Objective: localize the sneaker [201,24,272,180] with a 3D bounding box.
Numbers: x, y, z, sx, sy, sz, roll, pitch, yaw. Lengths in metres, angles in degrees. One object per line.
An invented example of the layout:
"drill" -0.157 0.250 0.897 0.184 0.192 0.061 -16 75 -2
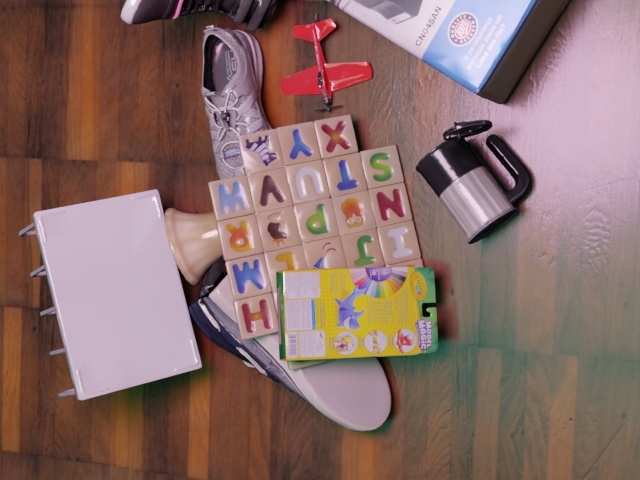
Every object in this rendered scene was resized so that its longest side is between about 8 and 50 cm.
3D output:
"sneaker" -0.137 -0.185 1.763 0.105 0.115 0.281 -17 75 23

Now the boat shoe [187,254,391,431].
"boat shoe" -0.050 0.160 1.780 0.340 0.127 0.158 46 152 -5

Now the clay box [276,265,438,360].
"clay box" 0.052 0.102 1.678 0.222 0.053 0.127 -1 85 -14

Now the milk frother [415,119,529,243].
"milk frother" 0.212 -0.087 1.636 0.129 0.143 0.134 -38 77 12

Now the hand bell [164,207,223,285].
"hand bell" -0.099 -0.029 1.799 0.242 0.126 0.126 -19 86 9

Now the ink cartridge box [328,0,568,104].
"ink cartridge box" 0.147 -0.412 1.632 0.395 0.166 0.285 35 103 17

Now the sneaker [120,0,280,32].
"sneaker" -0.149 -0.353 1.707 0.147 0.296 0.104 41 135 6

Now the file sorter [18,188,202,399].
"file sorter" -0.329 0.089 1.817 0.173 0.193 0.277 -21 83 62

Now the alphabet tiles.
"alphabet tiles" 0.000 0.000 1.708 0.285 0.011 0.342 -12 88 -14

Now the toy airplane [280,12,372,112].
"toy airplane" 0.002 -0.265 1.771 0.151 0.028 0.151 1 94 23
